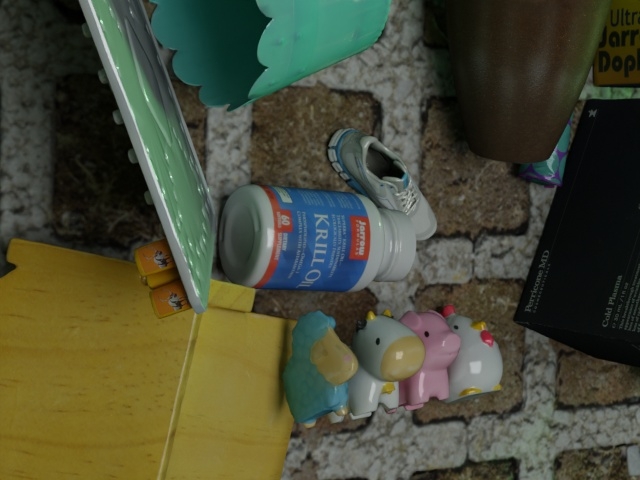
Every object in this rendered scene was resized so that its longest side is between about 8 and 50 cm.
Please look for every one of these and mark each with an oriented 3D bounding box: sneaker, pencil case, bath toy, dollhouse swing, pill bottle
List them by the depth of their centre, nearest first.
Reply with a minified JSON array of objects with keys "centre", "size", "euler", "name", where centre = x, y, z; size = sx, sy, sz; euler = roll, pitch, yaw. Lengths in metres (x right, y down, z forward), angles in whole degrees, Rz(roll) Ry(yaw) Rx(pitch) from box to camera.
[{"centre":[-0.213,0.201,1.556],"size":[0.315,0.305,0.347],"euler":[12,88,10],"name":"dollhouse swing"},{"centre":[0.000,0.000,1.627],"size":[0.221,0.124,0.124],"euler":[2,93,-31],"name":"pill bottle"},{"centre":[0.106,0.142,1.673],"size":[0.348,0.151,0.129],"euler":[1,70,-49],"name":"bath toy"},{"centre":[0.091,-0.065,1.702],"size":[0.190,0.083,0.071],"euler":[44,71,-27],"name":"sneaker"},{"centre":[0.312,-0.150,1.835],"size":[0.070,0.064,0.152],"euler":[15,86,-64],"name":"pencil case"}]

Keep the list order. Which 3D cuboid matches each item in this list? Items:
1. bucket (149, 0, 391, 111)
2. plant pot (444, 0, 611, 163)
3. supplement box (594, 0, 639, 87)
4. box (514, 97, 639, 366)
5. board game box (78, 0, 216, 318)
[{"centre":[-0.064,-0.297,1.487],"size":[0.183,0.281,0.281],"euler":[-21,104,-29],"name":"bucket"},{"centre":[0.256,-0.223,1.732],"size":[0.215,0.215,0.231],"euler":[-8,112,-30],"name":"plant pot"},{"centre":[0.584,-0.310,1.909],"size":[0.356,0.194,0.195],"euler":[-2,95,-30],"name":"supplement box"},{"centre":[0.466,-0.005,1.796],"size":[0.179,0.312,0.343],"euler":[24,82,-30],"name":"box"},{"centre":[-0.195,-0.152,1.370],"size":[0.050,0.390,0.390],"euler":[-18,105,2],"name":"board game box"}]
